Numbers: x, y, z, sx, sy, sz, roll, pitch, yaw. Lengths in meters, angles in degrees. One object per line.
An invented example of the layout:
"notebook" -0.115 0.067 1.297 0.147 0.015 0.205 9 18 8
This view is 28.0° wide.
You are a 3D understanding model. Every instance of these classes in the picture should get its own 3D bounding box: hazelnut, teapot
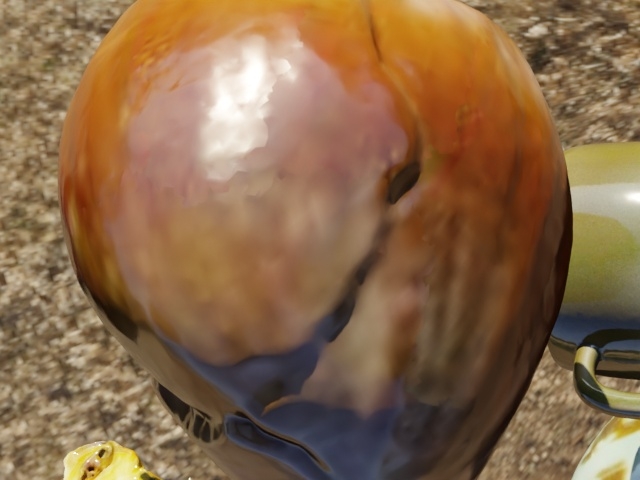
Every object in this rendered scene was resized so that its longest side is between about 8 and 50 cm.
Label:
"hazelnut" 0.000 0.000 0.798 0.315 0.372 0.372 -27 88 20
"teapot" 0.269 0.025 0.978 0.175 0.268 0.186 0 138 27

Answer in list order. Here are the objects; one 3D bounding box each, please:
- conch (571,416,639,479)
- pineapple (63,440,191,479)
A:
"conch" 0.372 0.226 1.275 0.249 0.368 0.197 6 103 13
"pineapple" -0.092 0.153 0.523 0.069 0.116 0.137 -12 86 25
